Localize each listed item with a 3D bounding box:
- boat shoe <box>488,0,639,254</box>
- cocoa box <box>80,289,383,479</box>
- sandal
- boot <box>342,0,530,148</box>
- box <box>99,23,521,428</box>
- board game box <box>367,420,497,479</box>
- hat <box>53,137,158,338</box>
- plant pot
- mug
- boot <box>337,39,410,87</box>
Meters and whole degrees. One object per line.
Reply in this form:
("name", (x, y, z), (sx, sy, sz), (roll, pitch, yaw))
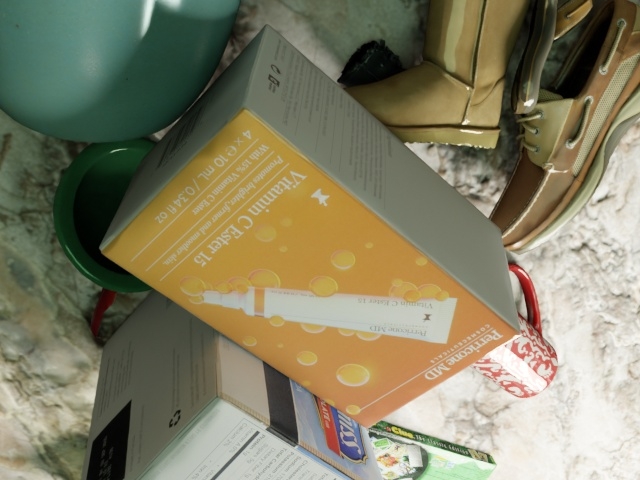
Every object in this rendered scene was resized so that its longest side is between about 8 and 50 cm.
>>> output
("boat shoe", (0.291, -0.140, 0.891), (0.119, 0.122, 0.324), (30, 100, -16))
("cocoa box", (-0.109, 0.200, 0.853), (0.228, 0.347, 0.231), (38, 104, -24))
("sandal", (0.264, -0.244, 0.816), (0.060, 0.090, 0.220), (15, 92, 8))
("boot", (0.125, -0.243, 0.795), (0.236, 0.089, 0.270), (-1, 111, -30))
("box", (0.000, 0.000, 0.741), (0.345, 0.168, 0.215), (37, 122, -22))
("board game box", (0.134, 0.360, 1.155), (0.259, 0.030, 0.136), (22, 109, -19))
("hat", (-0.269, -0.010, 0.905), (0.173, 0.183, 0.209), (32, 66, -29))
("plant pot", (-0.206, -0.234, 0.669), (0.292, 0.293, 0.235), (4, 130, -11))
("mug", (0.255, 0.127, 1.015), (0.150, 0.113, 0.169), (-43, 118, 14))
("boot", (0.060, -0.165, 0.871), (0.099, 0.045, 0.121), (38, 98, -26))
